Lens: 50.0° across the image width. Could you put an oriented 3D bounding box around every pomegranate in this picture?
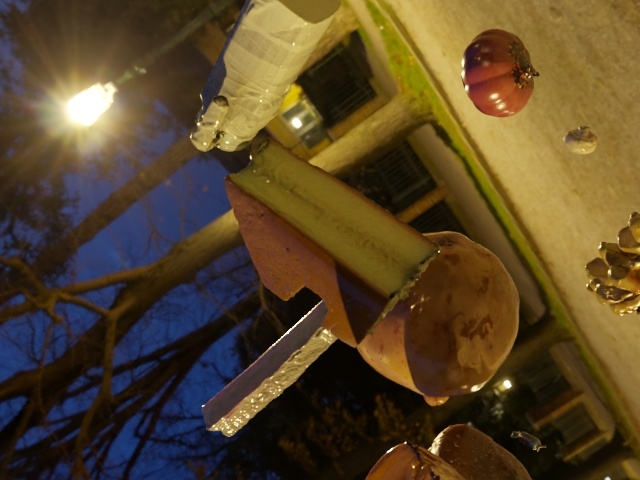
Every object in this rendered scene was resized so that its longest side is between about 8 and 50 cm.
[{"bbox_3d":[0.254,0.187,1.537,0.410,0.410,0.410,53,-172,-11],"label":"pomegranate"}]

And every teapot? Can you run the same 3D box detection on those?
[{"bbox_3d":[-0.067,-0.162,0.668,0.077,0.200,0.107,38,-132,-3],"label":"teapot"}]

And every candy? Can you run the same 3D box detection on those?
[{"bbox_3d":[0.412,0.398,1.366,0.083,0.030,0.020,-161,59,-67],"label":"candy"}]

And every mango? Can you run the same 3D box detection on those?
[{"bbox_3d":[0.107,0.286,0.680,0.154,0.126,0.252,49,177,6],"label":"mango"}]

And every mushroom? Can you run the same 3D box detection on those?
[{"bbox_3d":[0.659,-0.256,1.735,0.083,0.083,0.067,-110,18,-61],"label":"mushroom"}]

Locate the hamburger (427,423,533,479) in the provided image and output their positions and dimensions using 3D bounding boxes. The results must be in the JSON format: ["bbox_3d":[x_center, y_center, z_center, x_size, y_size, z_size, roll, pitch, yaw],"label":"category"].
[{"bbox_3d":[0.318,0.505,1.358,0.243,0.146,0.286,2,-135,-44],"label":"hamburger"}]

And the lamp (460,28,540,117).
[{"bbox_3d":[0.370,-0.343,1.399,0.182,0.140,0.182,15,-111,-45],"label":"lamp"}]

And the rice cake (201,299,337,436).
[{"bbox_3d":[-0.047,0.153,0.891,0.049,0.270,0.055,43,-171,-37],"label":"rice cake"}]

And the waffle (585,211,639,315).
[{"bbox_3d":[0.412,-0.007,0.637,0.260,0.293,0.069,93,165,-60],"label":"waffle"}]

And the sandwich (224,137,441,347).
[{"bbox_3d":[0.000,0.000,0.782,0.235,0.128,0.122,37,-134,6],"label":"sandwich"}]
